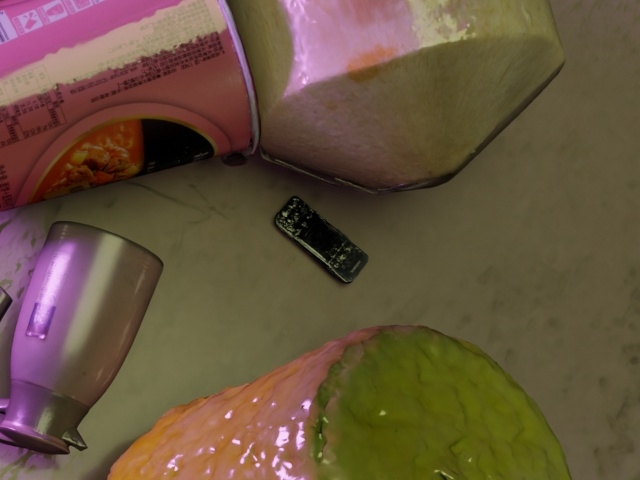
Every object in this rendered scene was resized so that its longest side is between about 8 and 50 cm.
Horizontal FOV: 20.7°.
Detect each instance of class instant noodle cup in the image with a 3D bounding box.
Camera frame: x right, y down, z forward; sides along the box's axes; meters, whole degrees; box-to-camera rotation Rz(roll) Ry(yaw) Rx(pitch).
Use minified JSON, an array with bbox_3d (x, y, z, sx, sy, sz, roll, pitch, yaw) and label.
[{"bbox_3d":[-0.212,-0.140,1.521,0.255,0.244,0.244,-23,84,-15],"label":"instant noodle cup"}]

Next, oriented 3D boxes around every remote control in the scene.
[{"bbox_3d":[0.000,0.000,1.654,0.096,0.014,0.039,41,66,-4],"label":"remote control"}]

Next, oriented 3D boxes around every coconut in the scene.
[{"bbox_3d":[0.065,-0.189,1.583,0.323,0.323,0.323,5,74,-18],"label":"coconut"}]

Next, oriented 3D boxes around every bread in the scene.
[{"bbox_3d":[0.024,0.242,1.408,0.348,0.308,0.348,27,44,-30],"label":"bread"}]

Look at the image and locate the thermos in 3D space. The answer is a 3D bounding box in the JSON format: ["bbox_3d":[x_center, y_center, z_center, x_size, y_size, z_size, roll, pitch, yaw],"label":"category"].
[{"bbox_3d":[-0.231,0.087,1.512,0.137,0.105,0.193,16,76,13],"label":"thermos"}]
